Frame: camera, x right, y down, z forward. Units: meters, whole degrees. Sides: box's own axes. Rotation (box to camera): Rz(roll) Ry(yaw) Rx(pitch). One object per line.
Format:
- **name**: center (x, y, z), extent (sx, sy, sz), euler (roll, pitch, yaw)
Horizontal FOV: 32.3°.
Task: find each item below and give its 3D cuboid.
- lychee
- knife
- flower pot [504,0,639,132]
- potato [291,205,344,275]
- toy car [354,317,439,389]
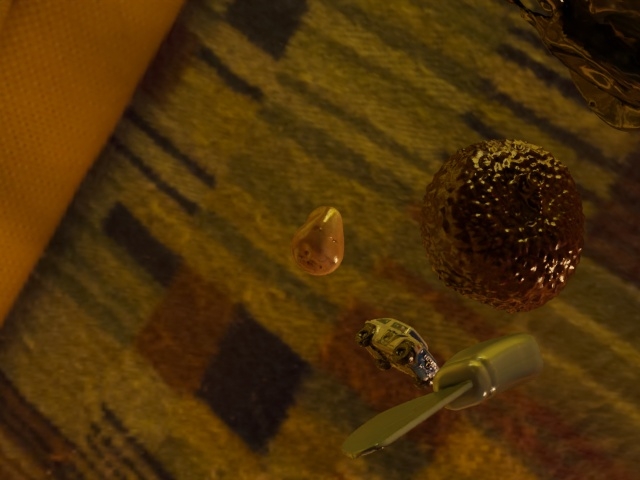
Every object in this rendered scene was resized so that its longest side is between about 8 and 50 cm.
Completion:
- **lychee**: center (0.268, -0.022, 1.648), extent (0.260, 0.260, 0.261), euler (-5, 80, 30)
- **knife**: center (0.078, 0.112, 0.777), extent (0.080, 0.331, 0.044), euler (-20, 85, 28)
- **flower pot**: center (0.226, -0.212, 0.674), extent (0.301, 0.213, 0.302), euler (-25, 31, 16)
- **potato**: center (0.000, 0.000, 1.380), extent (0.068, 0.062, 0.083), euler (18, 69, 11)
- **toy car**: center (0.123, 0.172, 1.773), extent (0.070, 0.080, 0.170), euler (-49, 32, -13)
